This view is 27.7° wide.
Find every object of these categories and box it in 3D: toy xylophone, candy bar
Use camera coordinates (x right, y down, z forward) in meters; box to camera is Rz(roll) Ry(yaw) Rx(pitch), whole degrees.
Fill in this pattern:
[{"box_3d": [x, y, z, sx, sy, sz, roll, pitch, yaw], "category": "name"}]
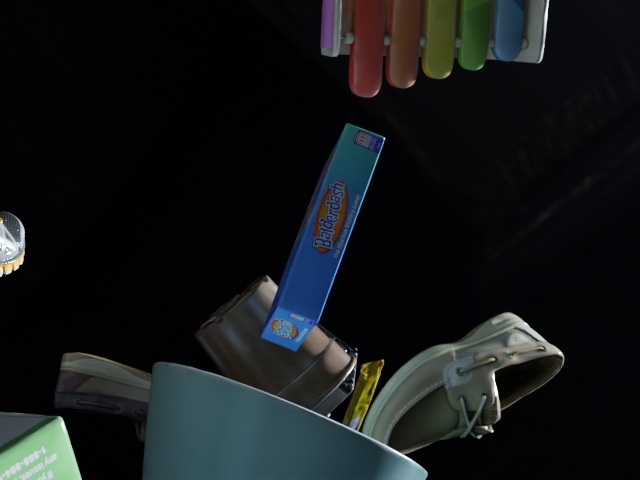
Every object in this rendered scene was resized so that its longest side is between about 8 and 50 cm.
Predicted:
[{"box_3d": [0.126, -0.304, 1.550, 0.322, 0.236, 0.081, -12, -164, -27], "category": "toy xylophone"}, {"box_3d": [0.053, 0.236, 1.867, 0.040, 0.018, 0.161, -10, 133, -36], "category": "candy bar"}]

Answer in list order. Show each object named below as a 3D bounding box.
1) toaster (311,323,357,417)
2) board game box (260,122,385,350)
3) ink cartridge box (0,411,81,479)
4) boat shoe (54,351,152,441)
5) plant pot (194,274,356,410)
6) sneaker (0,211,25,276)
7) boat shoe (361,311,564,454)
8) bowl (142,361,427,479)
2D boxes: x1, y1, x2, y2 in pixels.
[{"box_3d": [-0.041, 0.182, 1.982, 0.110, 0.185, 0.168, -50, -173, 14], "category": "toaster"}, {"box_3d": [0.000, 0.000, 1.375, 0.160, 0.047, 0.210, 120, -9, -72], "category": "board game box"}, {"box_3d": [-0.206, 0.262, 0.714, 0.117, 0.278, 0.201, -3, -162, 37], "category": "ink cartridge box"}, {"box_3d": [-0.237, 0.238, 1.824, 0.103, 0.285, 0.092, -16, -126, 70], "category": "boat shoe"}, {"box_3d": [-0.068, 0.146, 1.709, 0.167, 0.165, 0.167, -39, -174, 5], "category": "plant pot"}, {"box_3d": [-0.371, -0.003, 1.345, 0.215, 0.084, 0.083, -41, 138, -69], "category": "sneaker"}, {"box_3d": [0.176, 0.185, 1.574, 0.302, 0.098, 0.109, -25, 133, -37], "category": "boat shoe"}, {"box_3d": [-0.062, 0.259, 1.346, 0.163, 0.311, 0.311, -67, -164, -15], "category": "bowl"}]
